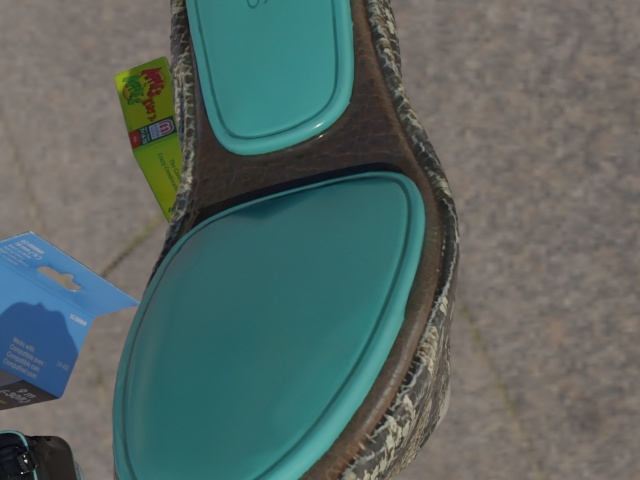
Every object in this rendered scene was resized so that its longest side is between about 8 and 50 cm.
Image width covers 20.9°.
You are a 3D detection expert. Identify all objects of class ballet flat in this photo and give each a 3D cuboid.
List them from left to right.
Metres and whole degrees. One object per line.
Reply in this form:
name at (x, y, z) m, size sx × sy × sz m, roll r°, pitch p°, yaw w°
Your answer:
ballet flat at (0.000, 0.000, 0.885) m, size 0.164 × 0.182 × 0.483 m, roll -16°, pitch 43°, yaw 14°

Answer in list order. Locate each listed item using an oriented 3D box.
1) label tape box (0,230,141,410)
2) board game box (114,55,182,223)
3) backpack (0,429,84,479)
label tape box at (-0.409, 0.112, 1.993) m, size 0.333 × 0.240 × 0.106 m, roll -13°, pitch 64°, yaw 22°
board game box at (-0.099, -0.041, 1.316) m, size 0.043 × 0.181 × 0.092 m, roll -21°, pitch 46°, yaw 2°
backpack at (-0.301, 0.279, 1.610) m, size 0.188 × 0.144 × 0.166 m, roll -26°, pitch 69°, yaw 15°
